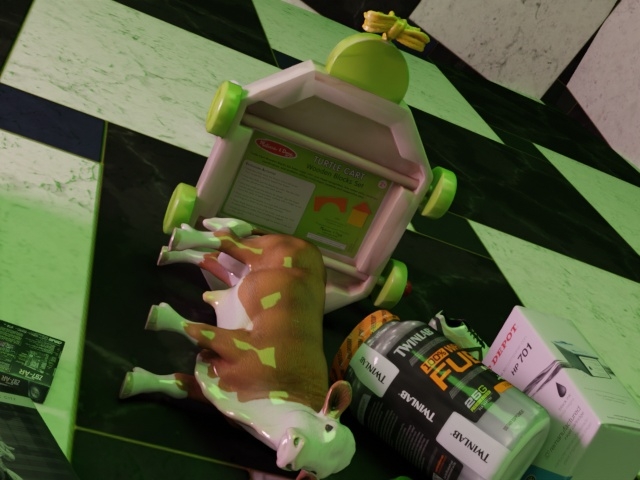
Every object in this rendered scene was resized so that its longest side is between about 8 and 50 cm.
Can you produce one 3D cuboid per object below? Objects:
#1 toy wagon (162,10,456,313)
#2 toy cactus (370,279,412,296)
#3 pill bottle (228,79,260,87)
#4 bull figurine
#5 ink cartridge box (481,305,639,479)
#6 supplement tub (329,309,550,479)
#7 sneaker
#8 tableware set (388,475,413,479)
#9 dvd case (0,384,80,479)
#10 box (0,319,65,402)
[{"bbox_3d":[0.006,-0.076,0.941,0.267,0.344,0.068,20,21,-17],"label":"toy wagon"},{"bbox_3d":[0.000,0.000,1.118,0.180,0.112,0.219,-5,46,-37],"label":"toy cactus"},{"bbox_3d":[-0.066,-0.191,1.432,0.193,0.108,0.108,10,28,-36],"label":"pill bottle"},{"bbox_3d":[-0.063,0.089,0.806,0.188,0.101,0.310,20,30,-12],"label":"bull figurine"},{"bbox_3d":[0.231,0.178,0.910,0.082,0.140,0.191,15,25,-24],"label":"ink cartridge box"},{"bbox_3d":[0.107,0.154,0.849,0.190,0.117,0.117,35,23,26],"label":"supplement tub"},{"bbox_3d":[0.178,0.123,1.101,0.109,0.044,0.040,25,20,-9],"label":"sneaker"},{"bbox_3d":[0.109,0.258,0.758,0.154,0.024,0.104,33,19,16],"label":"tableware set"},{"bbox_3d":[-0.205,0.157,0.562,0.221,0.018,0.164,44,9,35],"label":"dvd case"},{"bbox_3d":[-0.250,0.091,0.720,0.083,0.018,0.067,21,23,-15],"label":"box"}]
